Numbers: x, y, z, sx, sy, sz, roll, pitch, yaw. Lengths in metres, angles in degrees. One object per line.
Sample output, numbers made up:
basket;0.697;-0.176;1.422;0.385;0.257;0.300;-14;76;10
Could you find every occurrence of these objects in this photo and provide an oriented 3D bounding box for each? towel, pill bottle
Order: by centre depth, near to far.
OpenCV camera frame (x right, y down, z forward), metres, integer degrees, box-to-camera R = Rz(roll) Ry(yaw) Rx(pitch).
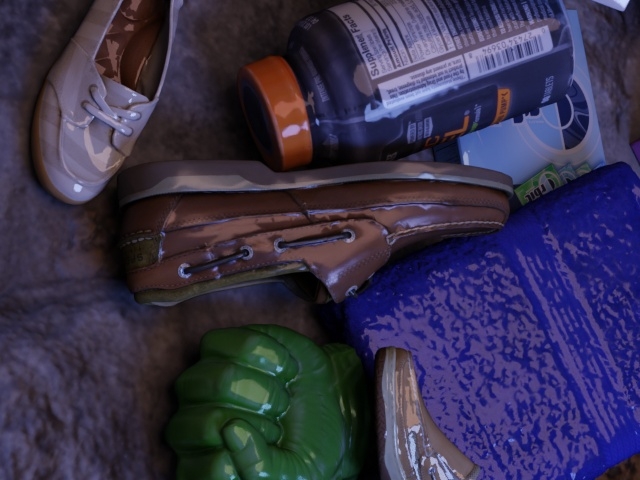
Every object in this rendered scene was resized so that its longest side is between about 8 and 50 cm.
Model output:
pill bottle;0.062;-0.132;1.212;0.246;0.130;0.130;-20;89;-13
towel;0.170;0.091;1.260;0.308;0.076;0.227;-23;85;-24

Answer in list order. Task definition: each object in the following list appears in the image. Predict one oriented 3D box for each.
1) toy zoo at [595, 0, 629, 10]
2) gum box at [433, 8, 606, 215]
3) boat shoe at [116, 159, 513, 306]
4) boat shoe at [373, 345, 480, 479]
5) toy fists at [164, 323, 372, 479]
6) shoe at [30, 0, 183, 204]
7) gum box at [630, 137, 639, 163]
toy zoo;0.151;-0.254;1.221;0.192;0.030;0.293;23;24;-3
gum box;0.166;-0.107;1.340;0.157;0.041;0.184;-3;80;-32
boat shoe;0.000;0.000;1.169;0.307;0.111;0.104;-2;79;-14
boat shoe;0.080;0.166;1.134;0.072;0.068;0.190;-6;103;8
toy fists;-0.032;0.196;1.113;0.142;0.096;0.279;1;79;-30
shoe;-0.152;-0.129;1.143;0.077;0.058;0.219;26;66;-23
gum box;0.368;-0.037;1.406;0.062;0.107;0.188;-28;93;-33
